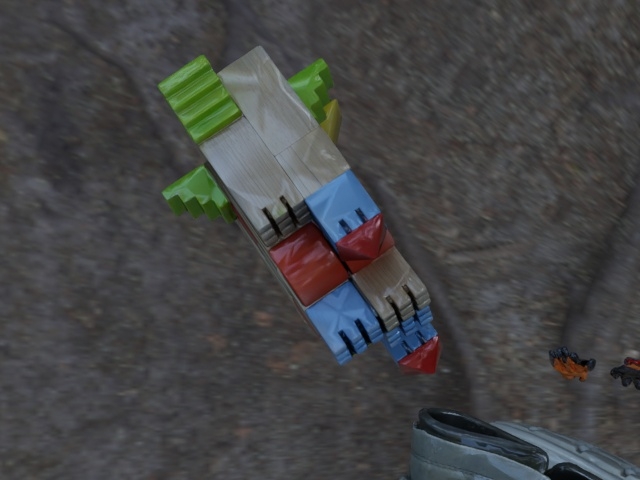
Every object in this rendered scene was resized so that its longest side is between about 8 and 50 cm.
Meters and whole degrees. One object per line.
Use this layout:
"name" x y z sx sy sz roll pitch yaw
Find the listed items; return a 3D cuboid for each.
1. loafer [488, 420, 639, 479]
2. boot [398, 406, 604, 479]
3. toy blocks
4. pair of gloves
"loafer" 0.244 0.237 1.437 0.319 0.112 0.111 30 94 22
"boot" 0.027 0.146 0.939 0.246 0.083 0.161 20 104 -5
"toy blocks" 0.000 0.000 1.793 0.190 0.381 0.261 -34 70 -4
"pair of gloves" 0.214 0.096 1.483 0.083 0.074 0.010 7 73 16
